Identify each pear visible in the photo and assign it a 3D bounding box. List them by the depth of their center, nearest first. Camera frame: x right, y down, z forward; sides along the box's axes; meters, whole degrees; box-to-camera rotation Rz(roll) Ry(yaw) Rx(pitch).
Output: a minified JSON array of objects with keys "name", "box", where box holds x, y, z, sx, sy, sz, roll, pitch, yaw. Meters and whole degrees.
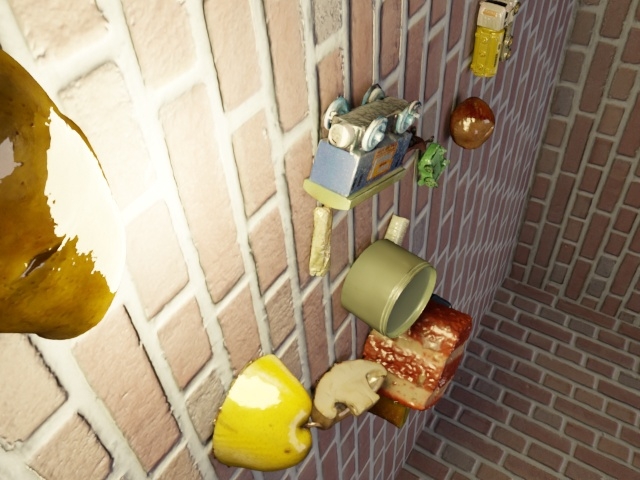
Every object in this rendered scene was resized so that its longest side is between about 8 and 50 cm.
[{"name":"pear","box":[-0.096,0.390,1.231,0.267,0.178,0.267,-39,142,-40]}]

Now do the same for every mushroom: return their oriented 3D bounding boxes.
[{"name":"mushroom","box":[0.066,0.448,1.657,0.286,0.156,0.151,-21,142,-43]}]

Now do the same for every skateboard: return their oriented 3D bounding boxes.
[{"name":"skateboard","box":[0.222,-0.237,1.502,0.151,0.067,0.080,-24,142,-49]}]

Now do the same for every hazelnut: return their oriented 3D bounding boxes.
[{"name":"hazelnut","box":[0.456,-0.359,1.798,0.143,0.143,0.154,-49,157,-36]}]

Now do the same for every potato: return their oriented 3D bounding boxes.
[{"name":"potato","box":[-0.285,-0.019,0.526,0.369,0.176,0.195,75,16,-59]}]

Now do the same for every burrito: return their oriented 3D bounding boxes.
[{"name":"burrito","box":[0.002,0.001,1.260,0.051,0.042,0.171,-21,128,-45]}]

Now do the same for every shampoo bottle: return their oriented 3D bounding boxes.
[{"name":"shampoo bottle","box":[0.205,0.006,1.674,0.077,0.045,0.152,11,98,-65]}]

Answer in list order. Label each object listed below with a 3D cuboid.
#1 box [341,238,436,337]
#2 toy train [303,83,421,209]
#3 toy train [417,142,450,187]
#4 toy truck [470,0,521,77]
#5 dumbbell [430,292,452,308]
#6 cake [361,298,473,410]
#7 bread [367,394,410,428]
[{"name":"box","box":[0.183,0.128,1.561,0.226,0.149,0.226,-36,144,-32]},{"name":"toy train","box":[0.090,-0.194,1.187,0.300,0.131,0.202,-32,145,-51]},{"name":"toy train","box":[0.314,-0.213,1.684,0.099,0.081,0.149,-59,149,-18]},{"name":"toy truck","box":[0.502,-0.595,1.715,0.114,0.098,0.227,-44,148,-31]},{"name":"dumbbell","box":[0.373,0.351,2.195,0.143,0.156,0.316,36,75,-34]},{"name":"cake","box":[0.308,0.360,1.911,0.270,0.269,0.319,-4,112,-64]},{"name":"bread","box":[0.220,0.549,2.008,0.103,0.172,0.132,-39,142,-51]}]
